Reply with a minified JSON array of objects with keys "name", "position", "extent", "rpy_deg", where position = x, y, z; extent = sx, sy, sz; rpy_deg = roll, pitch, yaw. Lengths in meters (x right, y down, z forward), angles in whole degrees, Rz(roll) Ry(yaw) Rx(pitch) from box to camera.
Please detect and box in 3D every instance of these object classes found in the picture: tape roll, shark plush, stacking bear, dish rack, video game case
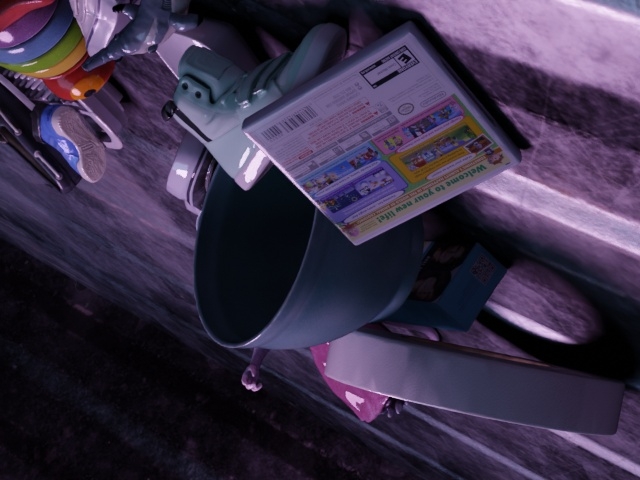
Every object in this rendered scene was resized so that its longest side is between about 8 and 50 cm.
[{"name":"tape roll","position":[0.199,0.178,1.580],"extent":[0.392,0.072,0.392],"rpy_deg":[10,178,0]},{"name":"shark plush","position":[-0.204,-0.249,1.352],"extent":[0.067,0.161,0.073],"rpy_deg":[41,-152,-39]},{"name":"stacking bear","position":[-0.360,-0.275,1.567],"extent":[0.164,0.175,0.289],"rpy_deg":[58,-176,23]},{"name":"dish rack","position":[-0.448,-0.281,1.869],"extent":[0.286,0.072,0.333],"rpy_deg":[16,155,52]},{"name":"video game case","position":[0.061,-0.100,1.219],"extent":[0.212,0.023,0.193],"rpy_deg":[-27,124,29]}]

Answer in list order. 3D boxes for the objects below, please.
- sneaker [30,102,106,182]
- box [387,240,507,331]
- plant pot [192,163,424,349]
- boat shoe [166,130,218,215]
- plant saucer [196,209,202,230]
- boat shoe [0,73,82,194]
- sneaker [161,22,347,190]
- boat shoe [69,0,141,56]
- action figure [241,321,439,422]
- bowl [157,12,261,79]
[{"name":"sneaker","position":[-0.394,-0.155,1.878],"extent":[0.085,0.058,0.152],"rpy_deg":[18,152,33]},{"name":"box","position":[0.134,0.056,1.602],"extent":[0.060,0.100,0.244],"rpy_deg":[42,162,-21]},{"name":"plant pot","position":[0.000,0.000,1.464],"extent":[0.196,0.293,0.293],"rpy_deg":[13,176,-30]},{"name":"boat shoe","position":[-0.138,-0.089,1.755],"extent":[0.119,0.121,0.335],"rpy_deg":[25,173,6]},{"name":"plant saucer","position":[-0.081,-0.052,1.676],"extent":[0.195,0.195,0.037],"rpy_deg":[68,-176,-63]},{"name":"boat shoe","position":[-0.499,-0.191,1.935],"extent":[0.303,0.091,0.114],"rpy_deg":[35,164,4]},{"name":"sneaker","position":[-0.080,-0.171,1.293],"extent":[0.151,0.094,0.256],"rpy_deg":[40,138,0]},{"name":"boat shoe","position":[-0.254,-0.293,1.400],"extent":[0.088,0.096,0.267],"rpy_deg":[39,163,1]},{"name":"action figure","position":[0.007,0.106,1.863],"extent":[0.370,0.276,0.248],"rpy_deg":[44,139,2]},{"name":"bowl","position":[-0.127,-0.216,1.435],"extent":[0.142,0.053,0.142],"rpy_deg":[21,160,40]}]
